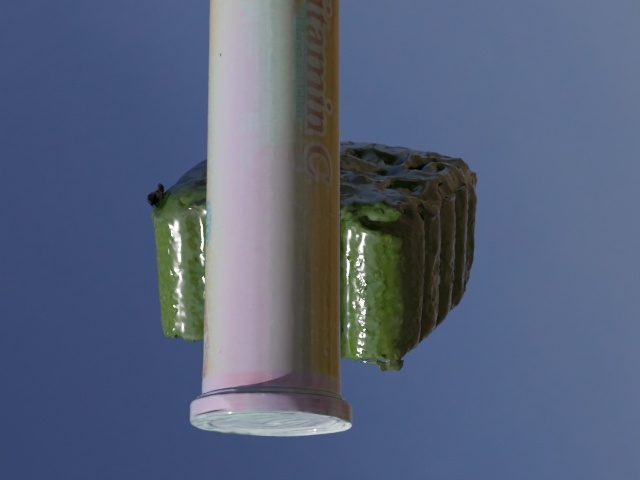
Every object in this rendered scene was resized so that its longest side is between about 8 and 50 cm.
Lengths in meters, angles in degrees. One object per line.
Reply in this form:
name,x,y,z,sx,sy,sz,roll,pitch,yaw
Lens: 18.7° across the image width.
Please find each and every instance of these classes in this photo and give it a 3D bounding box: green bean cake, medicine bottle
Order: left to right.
medicine bottle,-0.029,-0.084,1.322,0.108,0.108,0.426,24,-117,-57
green bean cake,0.000,0.000,1.721,0.250,0.247,0.156,-39,-48,-63
